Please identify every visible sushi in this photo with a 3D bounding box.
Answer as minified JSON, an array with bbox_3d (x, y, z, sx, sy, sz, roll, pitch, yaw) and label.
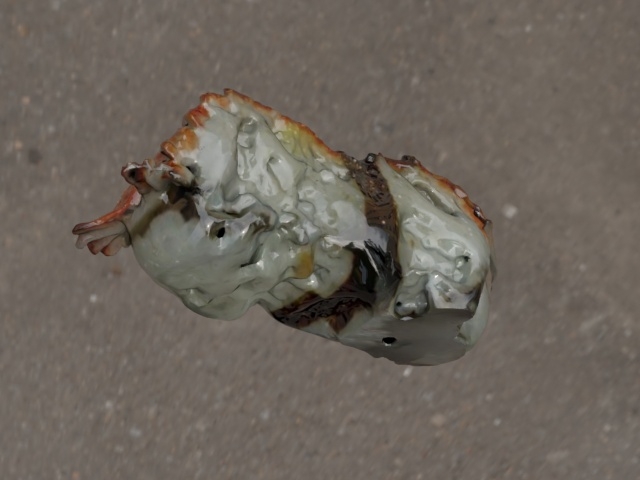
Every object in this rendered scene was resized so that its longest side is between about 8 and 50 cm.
[{"bbox_3d":[0.000,0.000,1.056,0.332,0.124,0.130,21,49,-28],"label":"sushi"}]
